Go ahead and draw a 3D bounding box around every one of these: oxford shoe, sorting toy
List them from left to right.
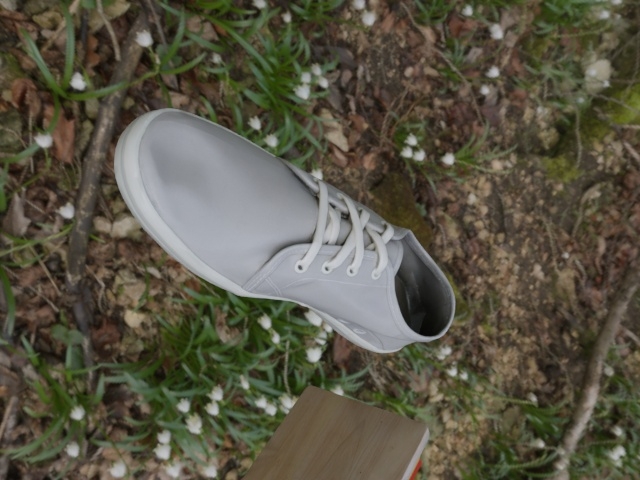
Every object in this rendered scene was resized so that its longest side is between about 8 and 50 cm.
[{"bbox_3d":[0.000,0.000,0.594,0.449,0.130,0.169,34,54,-38],"label":"oxford shoe"},{"bbox_3d":[0.025,0.406,0.966,0.257,0.256,0.089,-50,134,-37],"label":"sorting toy"}]
